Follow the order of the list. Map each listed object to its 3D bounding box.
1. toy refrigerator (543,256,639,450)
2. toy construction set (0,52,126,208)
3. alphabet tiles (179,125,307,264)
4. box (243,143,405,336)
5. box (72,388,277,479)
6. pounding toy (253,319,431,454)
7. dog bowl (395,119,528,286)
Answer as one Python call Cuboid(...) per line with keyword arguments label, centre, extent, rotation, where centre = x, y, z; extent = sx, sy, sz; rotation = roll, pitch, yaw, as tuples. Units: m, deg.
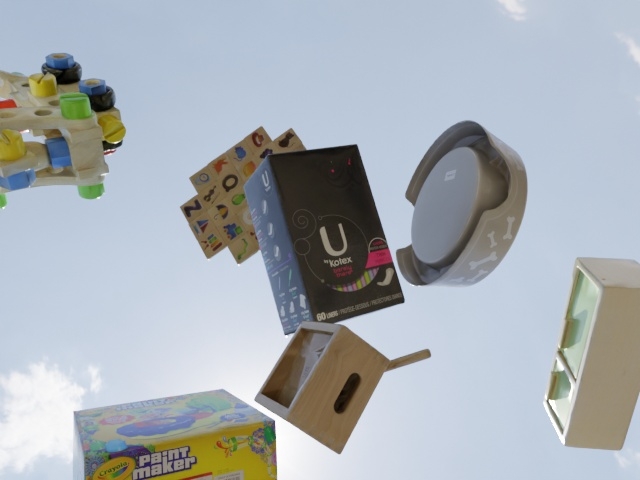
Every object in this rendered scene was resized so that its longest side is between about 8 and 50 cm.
Cuboid(label="toy refrigerator", centre=(0.407, 0.167, 0.747), extent=(0.094, 0.269, 0.102), rotation=(2, -157, 4))
Cuboid(label="toy construction set", centre=(-0.360, -0.150, 0.588), extent=(0.215, 0.151, 0.328), rotation=(-25, -118, -35))
Cuboid(label="alphabet tiles", centre=(-0.167, -0.115, 1.216), extent=(0.342, 0.011, 0.285), rotation=(-35, -115, 2))
Cuboid(label="box", centre=(0.000, 0.000, 0.820), extent=(0.165, 0.143, 0.270), rotation=(-12, -100, -27))
Cuboid(label="box", centre=(-0.261, 0.389, 0.872), extent=(0.290, 0.279, 0.177), rotation=(0, -94, -30))
Cuboid(label="pounding toy", centre=(0.022, 0.151, 0.560), extent=(0.100, 0.130, 0.141), rotation=(39, -110, -16))
Cuboid(label="dog bowl", centre=(0.281, -0.063, 1.038), extent=(0.102, 0.349, 0.349), rotation=(17, -117, -16))
